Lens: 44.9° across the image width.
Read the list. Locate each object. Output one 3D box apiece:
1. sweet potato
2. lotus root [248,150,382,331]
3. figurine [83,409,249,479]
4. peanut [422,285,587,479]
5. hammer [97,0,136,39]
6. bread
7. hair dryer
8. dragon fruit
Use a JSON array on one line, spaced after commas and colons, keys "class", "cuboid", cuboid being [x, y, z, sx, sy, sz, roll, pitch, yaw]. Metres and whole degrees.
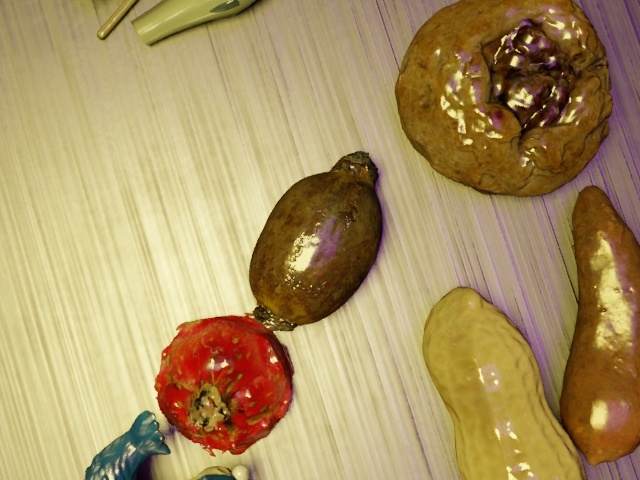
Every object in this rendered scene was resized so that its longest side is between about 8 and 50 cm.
[{"class": "sweet potato", "cuboid": [0.302, 0.086, 0.809, 0.097, 0.097, 0.292, 6, 76, -1]}, {"class": "lotus root", "cuboid": [0.000, 0.000, 0.796, 0.120, 0.120, 0.209, 29, 86, 1]}, {"class": "figurine", "cuboid": [-0.186, 0.295, 0.748, 0.262, 0.121, 0.164, -39, 120, 10]}, {"class": "peanut", "cuboid": [0.176, 0.173, 0.784, 0.123, 0.123, 0.257, -22, 76, -3]}, {"class": "hammer", "cuboid": [-0.176, -0.292, 0.864, 0.060, 0.028, 0.195, 39, 89, -4]}, {"class": "bread", "cuboid": [0.197, -0.160, 0.809, 0.230, 0.123, 0.230, 0, 83, 0]}, {"class": "hair dryer", "cuboid": [-0.157, -0.281, 0.793, 0.167, 0.199, 0.067, -36, 55, 17]}, {"class": "dragon fruit", "cuboid": [-0.097, 0.144, 0.784, 0.153, 0.111, 0.153, 0, 86, -5]}]
